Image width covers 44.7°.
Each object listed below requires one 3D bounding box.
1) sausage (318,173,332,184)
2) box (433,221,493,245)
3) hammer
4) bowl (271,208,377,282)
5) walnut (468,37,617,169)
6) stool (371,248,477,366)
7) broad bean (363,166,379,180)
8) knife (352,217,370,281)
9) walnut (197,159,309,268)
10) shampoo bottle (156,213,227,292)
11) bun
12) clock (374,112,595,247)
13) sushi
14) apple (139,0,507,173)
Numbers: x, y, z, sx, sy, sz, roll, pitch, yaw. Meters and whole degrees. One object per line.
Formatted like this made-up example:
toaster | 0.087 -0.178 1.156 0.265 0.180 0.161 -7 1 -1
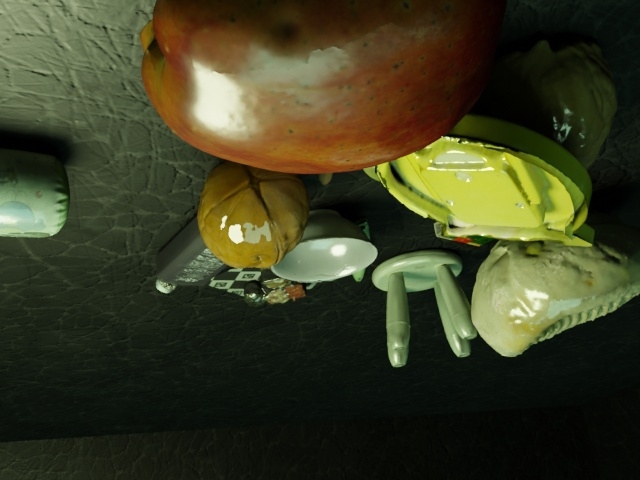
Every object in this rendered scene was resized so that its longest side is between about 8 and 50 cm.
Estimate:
sausage | 0.011 -0.119 1.174 0.026 0.026 0.116 -5 157 -8
box | 0.337 -0.055 1.421 0.132 0.034 0.235 11 150 -41
hammer | -0.493 -0.032 1.110 0.206 0.118 0.335 7 159 -31
bowl | 0.000 0.000 1.367 0.189 0.086 0.189 -7 155 -3
walnut | 0.309 -0.162 1.045 0.238 0.141 0.204 4 149 -34
stool | 0.221 0.141 1.629 0.195 0.198 0.195 -11 156 1
broad bean | 0.147 -0.114 1.160 0.174 0.082 0.124 11 152 -40
knife | 0.080 0.023 1.531 0.043 0.019 0.293 -7 156 1
walnut | -0.099 -0.041 1.149 0.167 0.167 0.207 -5 156 -9
shampoo bottle | -0.214 0.025 1.365 0.098 0.071 0.309 6 152 -33
bun | 0.444 0.059 1.456 0.365 0.219 0.365 -25 165 -7
clock | 0.215 -0.085 1.025 0.277 0.071 0.293 8 159 31
sushi | -0.090 0.099 1.609 0.220 0.047 0.231 -22 153 28
apple | 0.005 -0.212 0.780 0.365 0.295 0.328 -11 120 -24
